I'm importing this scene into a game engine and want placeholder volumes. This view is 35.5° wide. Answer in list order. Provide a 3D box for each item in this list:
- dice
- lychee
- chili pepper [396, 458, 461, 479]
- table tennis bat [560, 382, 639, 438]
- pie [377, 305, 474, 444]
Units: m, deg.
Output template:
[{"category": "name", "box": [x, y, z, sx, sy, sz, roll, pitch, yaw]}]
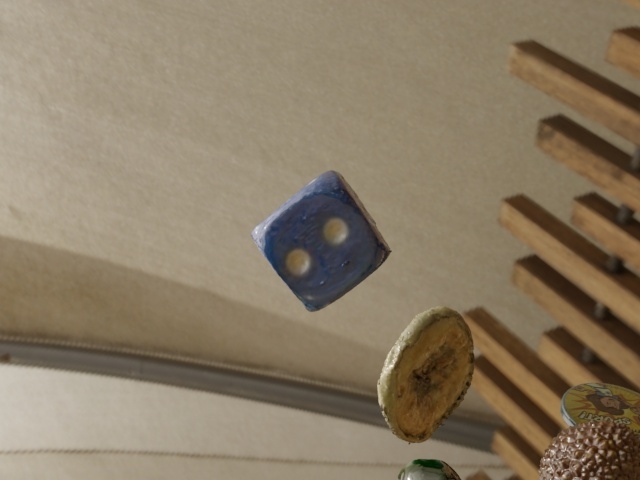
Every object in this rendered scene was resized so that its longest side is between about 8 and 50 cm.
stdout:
[{"category": "dice", "box": [0.000, 0.000, 1.318, 0.146, 0.146, 0.143, -36, -86, 5]}, {"category": "lychee", "box": [0.462, 0.395, 1.680, 0.200, 0.200, 0.238, -46, -21, 0]}, {"category": "chili pepper", "box": [0.177, 0.442, 1.623, 0.261, 0.165, 0.173, 33, -100, -88]}, {"category": "table tennis bat", "box": [0.566, 0.359, 1.889, 0.215, 0.329, 0.044, 10, -67, 5]}, {"category": "pie", "box": [0.208, 0.258, 1.909, 0.274, 0.055, 0.274, -20, -62, -42]}]
